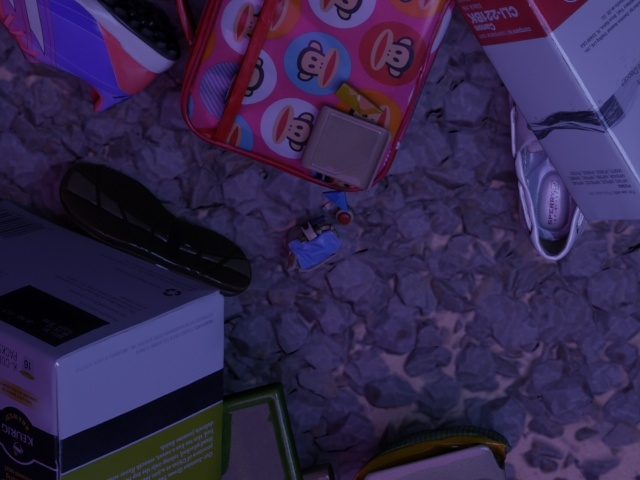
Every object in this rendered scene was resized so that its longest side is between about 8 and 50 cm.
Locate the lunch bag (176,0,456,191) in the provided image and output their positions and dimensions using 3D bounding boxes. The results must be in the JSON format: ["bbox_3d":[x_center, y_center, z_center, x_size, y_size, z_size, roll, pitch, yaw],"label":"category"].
[{"bbox_3d":[-0.013,-0.215,1.832,0.258,0.120,0.293,21,114,0],"label":"lunch bag"}]

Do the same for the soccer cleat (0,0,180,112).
[{"bbox_3d":[-0.278,-0.234,1.805,0.116,0.108,0.318,-40,128,20],"label":"soccer cleat"}]

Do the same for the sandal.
[{"bbox_3d":[-0.175,0.000,1.959,0.219,0.090,0.060,27,134,-15],"label":"sandal"}]

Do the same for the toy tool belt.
[{"bbox_3d":[0.000,0.000,1.952,0.083,0.051,0.052,-36,107,16],"label":"toy tool belt"}]

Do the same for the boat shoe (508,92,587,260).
[{"bbox_3d":[0.234,-0.112,1.865,0.098,0.096,0.277,-3,112,6],"label":"boat shoe"}]

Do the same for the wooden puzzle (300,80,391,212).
[{"bbox_3d":[0.025,-0.089,1.810,0.078,0.014,0.116,29,116,-2],"label":"wooden puzzle"}]

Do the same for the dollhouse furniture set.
[{"bbox_3d":[0.036,0.197,1.975,0.301,0.197,0.151,-15,92,5],"label":"dollhouse furniture set"}]

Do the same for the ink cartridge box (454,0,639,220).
[{"bbox_3d":[0.278,-0.179,1.775,0.197,0.114,0.273,-42,109,-25],"label":"ink cartridge box"}]

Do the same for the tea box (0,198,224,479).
[{"bbox_3d":[-0.284,0.174,1.876,0.329,0.220,0.323,22,120,37],"label":"tea box"}]
